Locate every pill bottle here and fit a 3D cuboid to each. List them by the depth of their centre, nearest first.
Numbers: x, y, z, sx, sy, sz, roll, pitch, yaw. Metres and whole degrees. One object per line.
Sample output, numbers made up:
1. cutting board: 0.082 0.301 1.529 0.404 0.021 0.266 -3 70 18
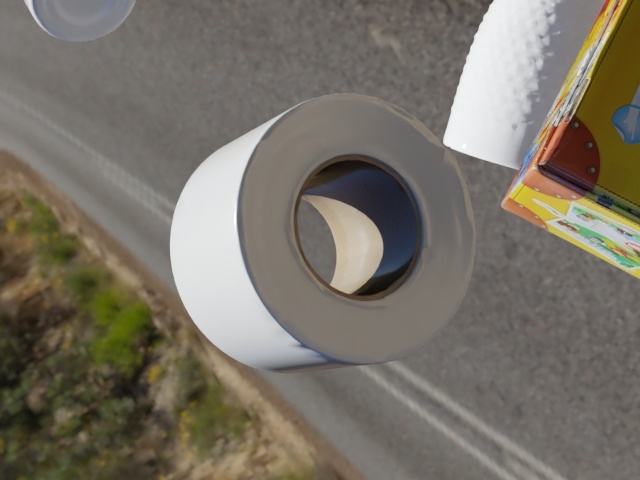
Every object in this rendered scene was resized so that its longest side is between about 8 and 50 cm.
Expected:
1. pill bottle: -0.267 -0.293 1.257 0.187 0.112 0.112 53 169 43

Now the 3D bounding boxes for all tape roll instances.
1. tape roll: 0.000 0.000 1.157 0.246 0.246 0.169 60 152 -6

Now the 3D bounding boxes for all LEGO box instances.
1. LEGO box: 0.514 -0.097 1.346 0.500 0.372 0.193 28 169 4

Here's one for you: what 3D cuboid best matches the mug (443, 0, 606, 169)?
1. mug: 0.416 -0.265 1.970 0.276 0.374 0.328 -135 59 -72
